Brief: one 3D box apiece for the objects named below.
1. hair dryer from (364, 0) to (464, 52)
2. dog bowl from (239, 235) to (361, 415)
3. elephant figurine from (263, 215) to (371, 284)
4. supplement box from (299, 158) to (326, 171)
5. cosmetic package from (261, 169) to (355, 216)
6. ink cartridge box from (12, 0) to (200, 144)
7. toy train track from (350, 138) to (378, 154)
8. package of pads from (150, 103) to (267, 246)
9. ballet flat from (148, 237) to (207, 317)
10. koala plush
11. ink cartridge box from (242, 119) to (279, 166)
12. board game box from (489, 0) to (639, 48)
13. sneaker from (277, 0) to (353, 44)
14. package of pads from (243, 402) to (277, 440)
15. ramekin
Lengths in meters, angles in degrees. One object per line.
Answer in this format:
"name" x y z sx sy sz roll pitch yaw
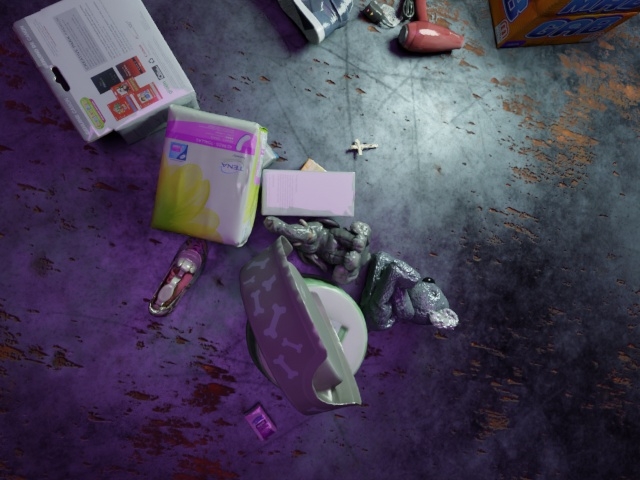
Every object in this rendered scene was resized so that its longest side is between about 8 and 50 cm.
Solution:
"hair dryer" 0.292 -0.645 1.197 0.294 0.080 0.223 40 79 -8
"dog bowl" -0.042 0.167 0.806 0.102 0.349 0.348 -26 93 0
"elephant figurine" 0.000 0.000 1.071 0.240 0.185 0.169 18 46 16
"supplement box" -0.011 -0.165 1.127 0.098 0.036 0.062 35 81 -9
"cosmetic package" -0.033 -0.119 1.067 0.231 0.085 0.117 2 97 -7
"ink cartridge box" -0.489 -0.403 0.989 0.272 0.130 0.309 -31 93 -11
"toy train track" 0.122 -0.262 1.174 0.083 0.014 0.048 -8 82 -18
"package of pads" -0.256 -0.147 0.993 0.229 0.101 0.296 13 99 3
"ballet flat" -0.345 0.090 1.020 0.077 0.079 0.221 31 81 -8
"koala plush" 0.235 0.160 1.097 0.222 0.196 0.203 17 95 -11
"ink cartridge box" -0.171 -0.242 1.066 0.052 0.088 0.122 -39 96 11
"board game box" 0.718 -0.796 1.157 0.357 0.356 0.355 -10 90 -13
"sneaker" -0.016 -0.658 1.128 0.163 0.086 0.226 -39 94 -13
"package of pads" -0.153 0.461 1.066 0.050 0.032 0.083 -34 94 -9
"ramekin" -0.031 0.235 1.044 0.304 0.148 0.303 1 87 -12
